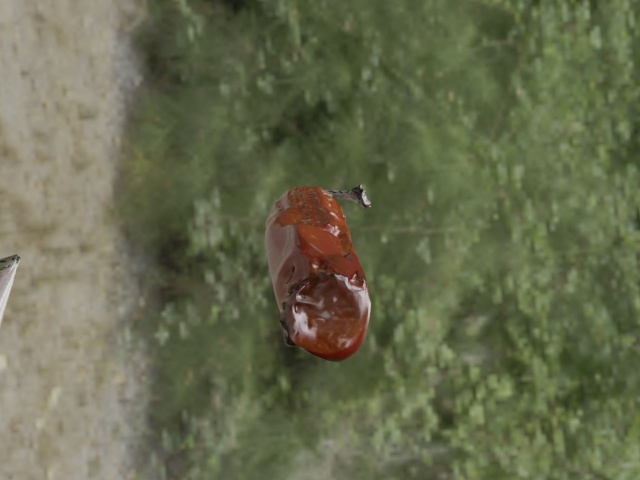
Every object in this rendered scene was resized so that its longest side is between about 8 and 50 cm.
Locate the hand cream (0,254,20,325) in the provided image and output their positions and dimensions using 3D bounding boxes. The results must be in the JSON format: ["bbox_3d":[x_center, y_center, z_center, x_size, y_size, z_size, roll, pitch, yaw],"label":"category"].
[{"bbox_3d":[-0.174,0.070,0.613,0.039,0.061,0.143,48,36,-39],"label":"hand cream"}]

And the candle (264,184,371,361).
[{"bbox_3d":[0.000,0.000,0.607,0.053,0.048,0.162,53,9,-20],"label":"candle"}]
